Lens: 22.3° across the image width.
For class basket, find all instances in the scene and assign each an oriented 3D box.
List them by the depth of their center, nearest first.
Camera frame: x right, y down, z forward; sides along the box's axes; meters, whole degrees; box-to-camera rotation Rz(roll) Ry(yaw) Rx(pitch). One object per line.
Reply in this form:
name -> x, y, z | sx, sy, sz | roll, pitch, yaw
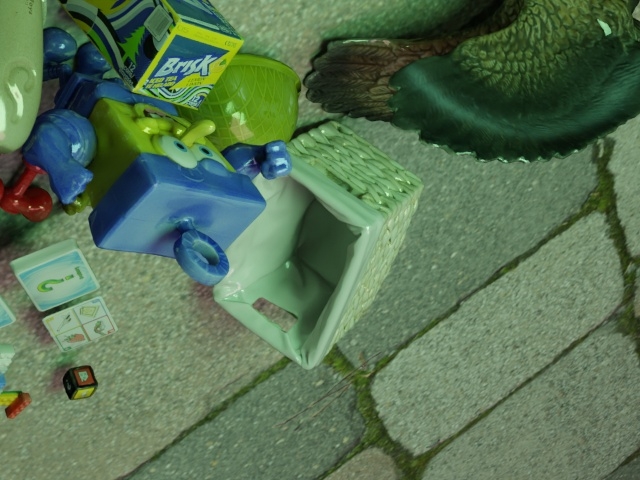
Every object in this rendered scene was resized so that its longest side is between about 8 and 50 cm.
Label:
basket -> 0.000, 0.000, 1.318 | 0.103, 0.113, 0.167 | -36, 156, -46

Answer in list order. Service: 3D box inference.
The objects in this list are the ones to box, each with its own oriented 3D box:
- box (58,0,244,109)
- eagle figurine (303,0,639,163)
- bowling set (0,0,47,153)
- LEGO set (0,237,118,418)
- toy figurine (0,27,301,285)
box -> -0.120, -0.152, 0.972 | 0.059, 0.169, 0.054 | 11, 123, -50
eagle figurine -> 0.158, -0.158, 1.244 | 0.298, 0.225, 0.226 | -47, 159, -8
bowling set -> -0.298, -0.144, 0.866 | 0.287, 0.200, 0.154 | 19, 75, -57
LEGO set -> -0.240, 0.097, 1.229 | 0.182, 0.060, 0.244 | -22, 157, -6
toy figurine -> -0.117, -0.030, 1.084 | 0.362, 0.217, 0.191 | 14, 121, -51
